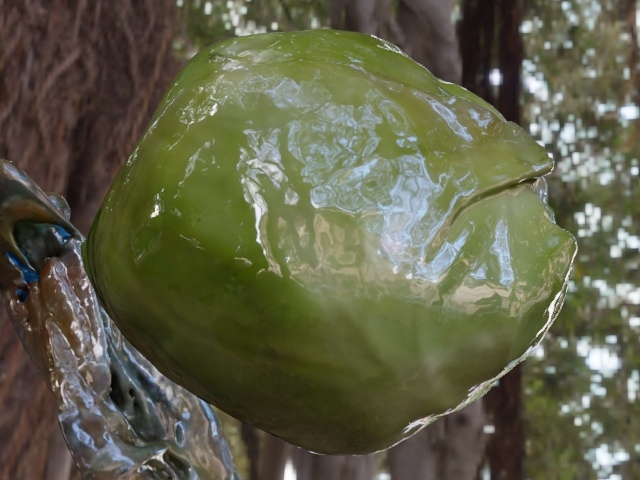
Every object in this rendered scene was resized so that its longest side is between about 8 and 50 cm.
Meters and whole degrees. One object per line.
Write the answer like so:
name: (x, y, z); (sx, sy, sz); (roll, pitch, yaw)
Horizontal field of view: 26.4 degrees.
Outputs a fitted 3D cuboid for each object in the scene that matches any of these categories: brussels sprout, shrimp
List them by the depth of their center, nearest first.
brussels sprout: (0.000, 0.000, 0.915); (0.328, 0.328, 0.247); (15, -45, -25)
shrimp: (-0.193, 0.131, 1.206); (0.110, 0.446, 0.221); (-31, 1, 19)
